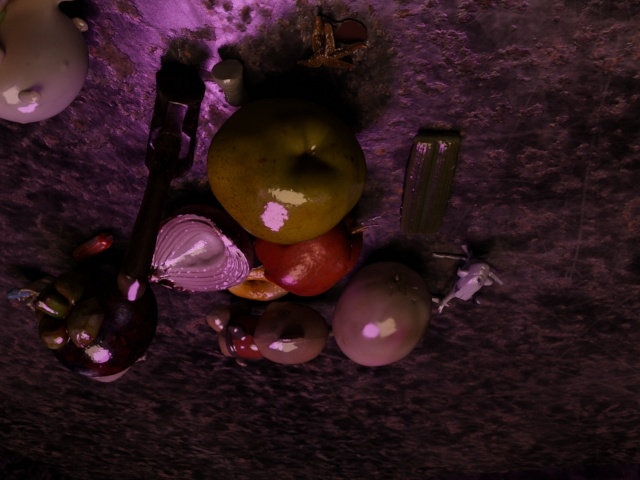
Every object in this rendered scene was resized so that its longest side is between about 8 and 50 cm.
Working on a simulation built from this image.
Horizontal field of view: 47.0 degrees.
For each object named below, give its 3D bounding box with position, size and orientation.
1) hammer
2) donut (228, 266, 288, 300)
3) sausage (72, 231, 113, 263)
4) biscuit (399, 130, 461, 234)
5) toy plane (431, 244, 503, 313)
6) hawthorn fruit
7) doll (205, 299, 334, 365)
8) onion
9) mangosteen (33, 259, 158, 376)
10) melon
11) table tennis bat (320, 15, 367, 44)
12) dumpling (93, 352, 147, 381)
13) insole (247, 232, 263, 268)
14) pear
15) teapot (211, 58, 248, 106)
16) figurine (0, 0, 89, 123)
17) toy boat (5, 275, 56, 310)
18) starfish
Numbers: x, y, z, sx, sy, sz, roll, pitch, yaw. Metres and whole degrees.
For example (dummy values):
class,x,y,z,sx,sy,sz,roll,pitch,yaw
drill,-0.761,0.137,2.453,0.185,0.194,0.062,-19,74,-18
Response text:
class,x,y,z,sx,sy,sz,roll,pitch,yaw
hammer,-0.298,-0.089,1.313,0.095,0.409,0.242,14,148,-9
donut,-0.156,0.091,1.821,0.190,0.074,0.174,20,143,-18
sausage,-0.556,0.014,1.809,0.145,0.050,0.048,-23,94,37
biscuit,0.218,-0.105,1.511,0.099,0.038,0.322,3,145,1
toy plane,0.319,0.109,1.739,0.182,0.107,0.273,30,144,-21
hawthorn fruit,0.000,0.000,1.567,0.299,0.211,0.211,-24,135,23
doll,-0.136,0.239,1.881,0.330,0.174,0.235,-3,176,31
onion,-0.291,0.017,1.687,0.283,0.120,0.227,-22,119,25
mangosteen,-0.559,0.180,1.836,0.300,0.300,0.300,5,145,3
melon,0.146,0.179,1.764,0.223,0.223,0.317,13,141,-8
table tennis bat,0.038,-0.351,1.220,0.083,0.007,0.050,20,144,-21
dumpling,-0.626,0.345,2.216,0.258,0.147,0.193,5,-172,44
insole,-0.285,0.041,1.768,0.348,0.119,0.009,-9,-175,16
pear,-0.061,-0.126,1.336,0.294,0.294,0.294,5,145,3
teapot,-0.161,-0.281,1.320,0.067,0.057,0.083,35,160,28
figurine,-0.516,-0.383,1.154,0.274,0.226,0.394,-37,126,3
toy boat,-0.726,0.173,2.040,0.111,0.084,0.276,-22,139,31
starfish,0.007,-0.311,1.245,0.130,0.041,0.133,-20,141,41
